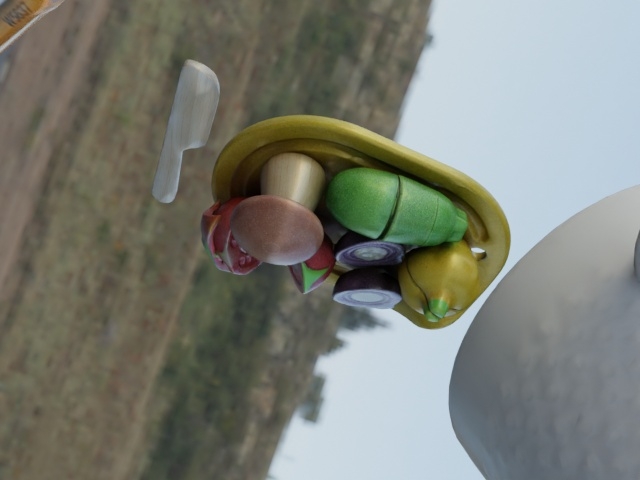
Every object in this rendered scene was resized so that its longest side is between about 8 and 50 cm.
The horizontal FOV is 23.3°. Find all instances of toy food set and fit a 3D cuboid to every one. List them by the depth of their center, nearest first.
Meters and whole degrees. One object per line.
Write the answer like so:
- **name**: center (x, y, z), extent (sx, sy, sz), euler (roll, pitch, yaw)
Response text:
- **toy food set**: center (0.000, 0.000, 0.874), extent (0.128, 0.218, 0.071), euler (122, -14, -48)

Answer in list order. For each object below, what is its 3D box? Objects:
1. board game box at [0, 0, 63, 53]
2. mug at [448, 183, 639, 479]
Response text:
- **board game box**: center (-0.203, -0.257, 0.572), extent (0.356, 0.356, 0.356), euler (-23, -151, 54)
- **mug**: center (0.271, 0.127, 0.959), extent (0.328, 0.276, 0.374), euler (54, -17, 44)
